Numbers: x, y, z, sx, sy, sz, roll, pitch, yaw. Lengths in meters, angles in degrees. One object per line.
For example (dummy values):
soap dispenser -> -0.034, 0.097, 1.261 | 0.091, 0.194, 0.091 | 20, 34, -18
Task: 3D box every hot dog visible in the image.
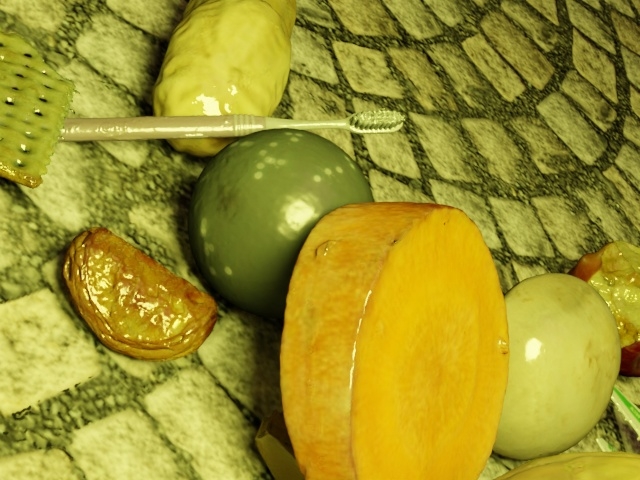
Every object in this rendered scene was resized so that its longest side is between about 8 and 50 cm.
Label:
hot dog -> -0.162, 0.049, 1.205 | 0.147, 0.065, 0.099 | 31, 36, -3

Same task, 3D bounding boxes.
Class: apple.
apple -> 0.377, 0.085, 1.691 | 0.156, 0.147, 0.158 | -18, 54, -19

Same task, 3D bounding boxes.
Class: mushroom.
mushroom -> 0.210, 0.133, 1.448 | 0.206, 0.209, 0.206 | -3, 90, -75

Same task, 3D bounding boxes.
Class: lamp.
lamp -> -0.002, -0.019, 1.361 | 0.182, 0.182, 0.314 | 58, 26, 15

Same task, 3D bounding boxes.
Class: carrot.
carrot -> 0.069, 0.118, 1.201 | 0.258, 0.100, 0.307 | 16, 74, -51

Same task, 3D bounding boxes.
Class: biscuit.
biscuit -> -0.298, -0.133, 1.262 | 0.144, 0.016, 0.203 | 22, 39, -12

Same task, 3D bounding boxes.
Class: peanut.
peanut -> -0.091, -0.204, 1.464 | 0.147, 0.147, 0.319 | 37, 35, -15

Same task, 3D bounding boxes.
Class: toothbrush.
toothbrush -> -0.089, -0.112, 1.326 | 0.354, 0.029, 0.024 | -2, 78, -12

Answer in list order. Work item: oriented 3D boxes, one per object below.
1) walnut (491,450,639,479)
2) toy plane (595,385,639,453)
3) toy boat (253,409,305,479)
walnut -> 0.208, 0.349, 1.048 | 0.381, 0.381, 0.381 | 29, 38, -25
toy plane -> 0.398, 0.270, 1.560 | 0.255, 0.101, 0.251 | 5, 49, -51
toy boat -> -0.003, 0.216, 1.221 | 0.149, 0.047, 0.049 | 54, 35, 2
